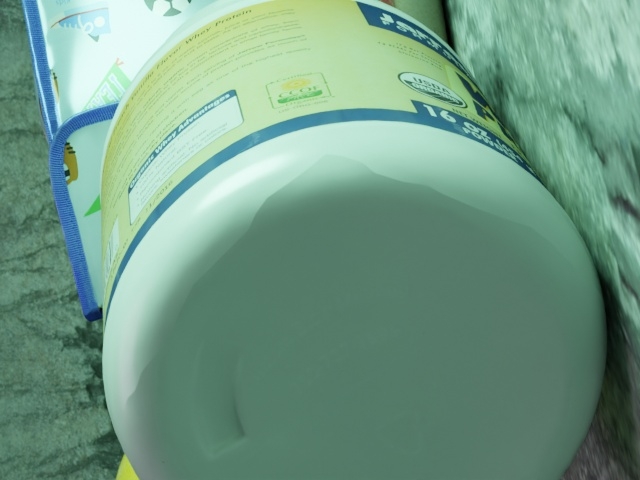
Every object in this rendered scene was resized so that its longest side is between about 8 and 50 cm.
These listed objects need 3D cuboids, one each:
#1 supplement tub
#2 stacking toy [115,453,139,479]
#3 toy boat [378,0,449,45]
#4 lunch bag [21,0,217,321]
[{"bbox_3d":[0.000,0.000,0.811,0.316,0.228,0.228,-108,5,-64],"label":"supplement tub"},{"bbox_3d":[-0.039,0.215,1.132,0.350,0.351,0.479,86,167,-77],"label":"stacking toy"},{"bbox_3d":[-0.001,-0.138,1.013,0.151,0.151,0.231,-109,7,-68],"label":"toy boat"},{"bbox_3d":[-0.106,-0.133,1.499,0.239,0.328,0.385,92,167,-75],"label":"lunch bag"}]
